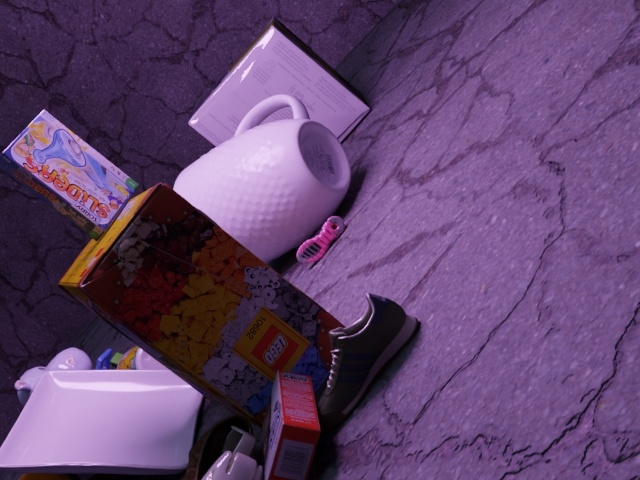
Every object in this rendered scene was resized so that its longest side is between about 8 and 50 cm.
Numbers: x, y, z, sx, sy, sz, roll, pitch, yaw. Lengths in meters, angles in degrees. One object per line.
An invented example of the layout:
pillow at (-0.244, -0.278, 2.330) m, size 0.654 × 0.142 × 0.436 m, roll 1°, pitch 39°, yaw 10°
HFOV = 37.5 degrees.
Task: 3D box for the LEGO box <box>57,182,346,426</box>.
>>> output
LEGO box at (-0.215, 0.112, 1.560) m, size 0.193 × 0.372 × 0.500 m, roll -54°, pitch 13°, yaw -13°

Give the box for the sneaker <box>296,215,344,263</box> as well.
sneaker at (0.000, 0.000, 1.881) m, size 0.119 × 0.047 × 0.057 m, roll -43°, pitch 7°, yaw -1°

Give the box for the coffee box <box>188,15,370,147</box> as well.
coffee box at (-0.111, -0.366, 2.570) m, size 0.338 × 0.337 × 0.334 m, roll -48°, pitch 13°, yaw 12°

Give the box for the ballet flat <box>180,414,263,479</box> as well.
ballet flat at (-0.124, 0.322, 1.258) m, size 0.124 × 0.116 × 0.342 m, roll -60°, pitch 7°, yaw 8°

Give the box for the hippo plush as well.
hippo plush at (-0.562, 0.375, 2.116) m, size 0.294 × 0.237 × 0.234 m, roll -36°, pitch -6°, yaw 0°

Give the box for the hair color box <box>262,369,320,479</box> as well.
hair color box at (-0.041, 0.249, 1.247) m, size 0.167 × 0.053 × 0.093 m, roll -104°, pitch 28°, yaw -75°

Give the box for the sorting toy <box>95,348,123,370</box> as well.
sorting toy at (-0.543, 0.431, 2.311) m, size 0.196 × 0.047 × 0.348 m, roll -27°, pitch -45°, yaw -80°

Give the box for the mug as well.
mug at (-0.111, -0.152, 2.047) m, size 0.328 × 0.276 × 0.374 m, roll -28°, pitch 51°, yaw 35°

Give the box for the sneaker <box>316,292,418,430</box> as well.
sneaker at (0.037, 0.152, 1.249) m, size 0.192 × 0.086 × 0.064 m, roll -50°, pitch 14°, yaw 1°

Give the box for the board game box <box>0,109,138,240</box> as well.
board game box at (-0.412, -0.108, 1.549) m, size 0.035 × 0.201 × 0.136 m, roll -40°, pitch 18°, yaw 39°

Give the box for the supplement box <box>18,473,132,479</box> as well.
supplement box at (-0.493, 0.483, 1.848) m, size 0.191 × 0.129 × 0.194 m, roll -44°, pitch -7°, yaw 26°

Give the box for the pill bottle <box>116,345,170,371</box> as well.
pill bottle at (-0.411, 0.302, 2.221) m, size 0.208 × 0.117 × 0.118 m, roll -29°, pitch 25°, yaw 55°

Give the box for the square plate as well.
square plate at (-0.399, 0.347, 1.792) m, size 0.347 × 0.343 × 0.049 m, roll -90°, pitch -1°, yaw -70°
